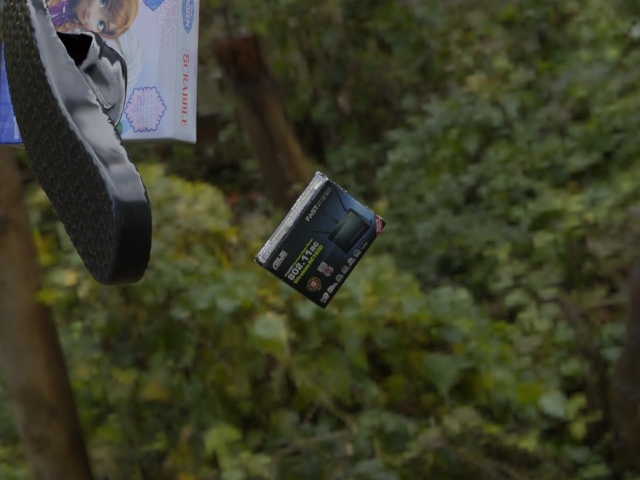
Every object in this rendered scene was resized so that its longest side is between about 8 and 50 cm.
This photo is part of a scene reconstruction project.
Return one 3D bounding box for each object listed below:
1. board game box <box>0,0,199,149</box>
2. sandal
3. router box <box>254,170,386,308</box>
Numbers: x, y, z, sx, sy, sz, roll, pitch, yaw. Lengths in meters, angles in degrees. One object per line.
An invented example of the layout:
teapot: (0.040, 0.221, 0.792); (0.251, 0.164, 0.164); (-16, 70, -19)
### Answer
board game box: (-0.330, -0.299, 2.327); (0.318, 0.319, 0.066); (-1, -3, 26)
sandal: (-0.254, -0.124, 1.710); (0.107, 0.168, 0.446); (-7, 48, -28)
router box: (0.000, 0.000, 1.713); (0.122, 0.092, 0.038); (-55, 26, 0)
